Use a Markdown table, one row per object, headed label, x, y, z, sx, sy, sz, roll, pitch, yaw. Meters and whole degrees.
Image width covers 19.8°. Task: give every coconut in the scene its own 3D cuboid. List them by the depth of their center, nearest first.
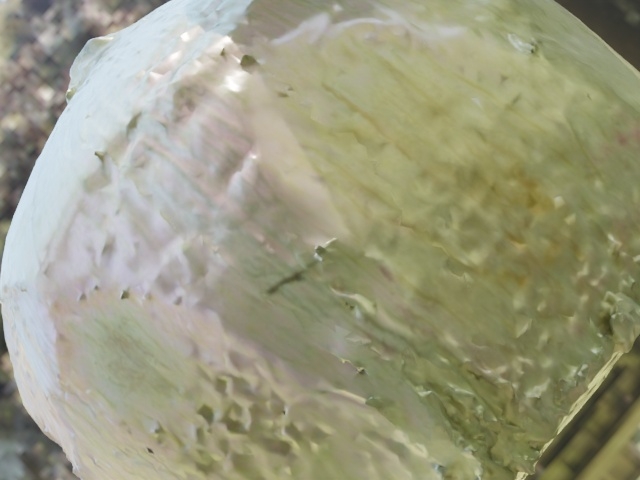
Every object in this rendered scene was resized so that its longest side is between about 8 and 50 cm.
| label | x | y | z | sx | sy | sz | roll | pitch | yaw |
| --- | --- | --- | --- | --- | --- | --- | --- | --- | --- |
| coconut | 0.000 | 0.000 | 1.048 | 0.404 | 0.404 | 0.404 | -41 | -22 | -20 |
